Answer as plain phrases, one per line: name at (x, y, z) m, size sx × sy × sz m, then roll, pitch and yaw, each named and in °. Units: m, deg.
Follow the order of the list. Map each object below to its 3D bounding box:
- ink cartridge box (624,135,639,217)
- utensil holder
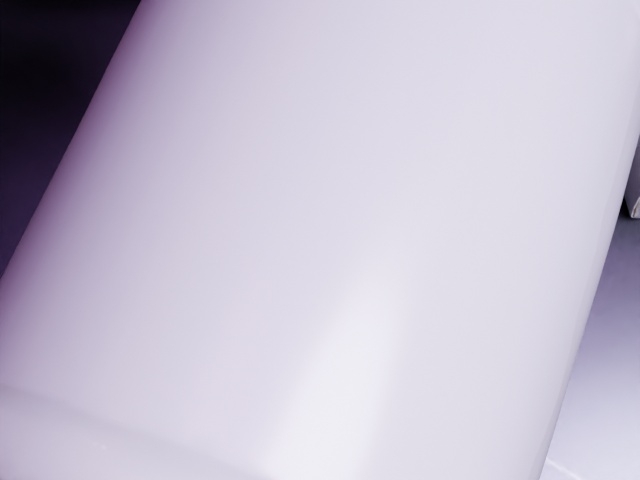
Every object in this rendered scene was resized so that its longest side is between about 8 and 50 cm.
ink cartridge box at (0.292, -0.175, 0.794) m, size 0.207 × 0.117 × 0.283 m, roll -10°, pitch 73°, yaw -2°
utensil holder at (0.000, 0.000, 0.651) m, size 0.327 × 0.327 × 0.386 m, roll 18°, pitch 73°, yaw 7°
